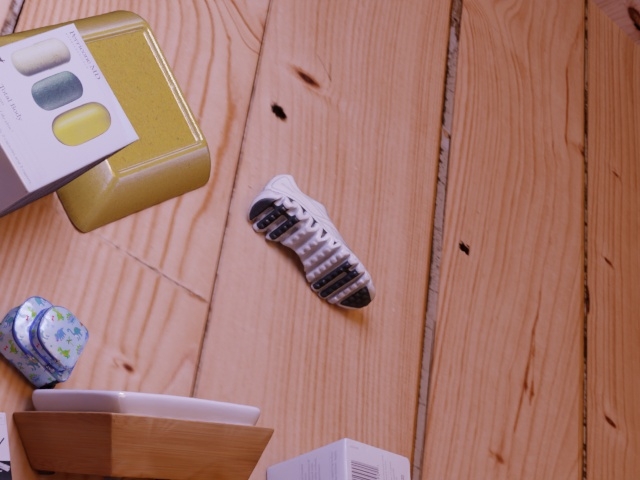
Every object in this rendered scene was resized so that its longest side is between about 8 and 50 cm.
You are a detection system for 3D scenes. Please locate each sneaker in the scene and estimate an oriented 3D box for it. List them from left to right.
[{"bbox_3d":[0.000,0.000,2.472,0.292,0.110,0.118,48,32,-20],"label":"sneaker"}]

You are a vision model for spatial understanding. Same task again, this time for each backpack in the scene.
[{"bbox_3d":[-0.388,0.137,1.956,0.114,0.084,0.105,44,40,-20],"label":"backpack"}]

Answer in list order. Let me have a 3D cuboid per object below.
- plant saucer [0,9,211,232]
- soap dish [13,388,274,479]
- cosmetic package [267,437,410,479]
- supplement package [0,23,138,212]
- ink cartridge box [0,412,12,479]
[{"bbox_3d":[-0.325,-0.215,2.231,0.333,0.081,0.333,-27,91,-53],"label":"plant saucer"},{"bbox_3d":[-0.246,0.276,1.941,0.291,0.229,0.118,13,77,-45],"label":"soap dish"},{"bbox_3d":[0.030,0.420,2.195,0.151,0.183,0.151,24,53,-39],"label":"cosmetic package"},{"bbox_3d":[-0.438,-0.152,1.954,0.199,0.198,0.262,61,33,-5],"label":"supplement package"},{"bbox_3d":[-0.497,0.268,1.787,0.207,0.046,0.097,10,62,-46],"label":"ink cartridge box"}]
